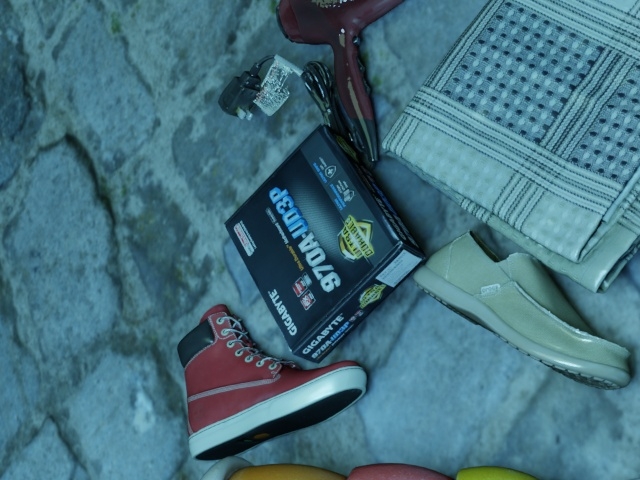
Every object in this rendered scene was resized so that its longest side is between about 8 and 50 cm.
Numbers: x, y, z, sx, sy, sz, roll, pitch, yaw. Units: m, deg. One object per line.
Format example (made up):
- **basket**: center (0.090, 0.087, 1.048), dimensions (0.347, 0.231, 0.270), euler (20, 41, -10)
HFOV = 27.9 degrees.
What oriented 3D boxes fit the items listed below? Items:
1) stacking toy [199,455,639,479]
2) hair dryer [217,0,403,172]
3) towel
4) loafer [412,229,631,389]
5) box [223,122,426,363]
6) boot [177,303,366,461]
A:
- **stacking toy**: center (0.138, 0.317, 1.222), dimensions (0.480, 0.350, 0.350), euler (-19, 67, 9)
- **hair dryer**: center (0.033, -0.218, 1.543), dimensions (0.224, 0.080, 0.293), euler (36, 104, 18)
- **towel**: center (0.260, -0.144, 1.338), dimensions (0.324, 0.056, 0.312), euler (36, 85, 33)
- **loafer**: center (0.210, 0.064, 1.319), dimensions (0.268, 0.102, 0.092), euler (30, 91, 37)
- **box**: center (0.000, 0.000, 1.439), dimensions (0.175, 0.051, 0.220), euler (-45, 47, 17)
- **boot**: center (-0.065, 0.137, 1.488), dimensions (0.244, 0.088, 0.176), euler (-24, 64, 29)
